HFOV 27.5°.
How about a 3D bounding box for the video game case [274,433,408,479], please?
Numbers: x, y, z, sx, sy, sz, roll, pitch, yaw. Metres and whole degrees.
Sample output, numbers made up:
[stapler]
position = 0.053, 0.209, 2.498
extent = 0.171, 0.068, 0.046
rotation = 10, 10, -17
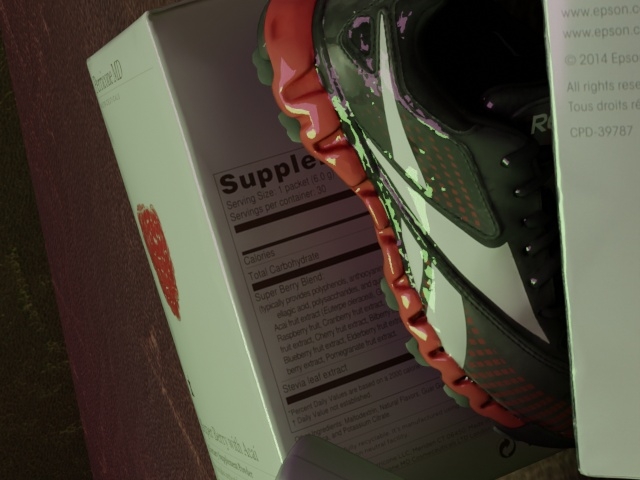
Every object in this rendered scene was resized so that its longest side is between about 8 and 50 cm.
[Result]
[video game case]
position = 0.105, 0.250, 0.656
extent = 0.300, 0.036, 0.329
rotation = 24, 144, 13

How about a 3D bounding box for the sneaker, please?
[sneaker]
position = 0.084, -0.019, 0.617
extent = 0.135, 0.097, 0.276
rotation = -19, 106, 46

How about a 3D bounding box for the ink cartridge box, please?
[ink cartridge box]
position = 0.108, -0.105, 0.408
extent = 0.165, 0.065, 0.333
rotation = -57, -36, -58

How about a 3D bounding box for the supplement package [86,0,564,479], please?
[supplement package]
position = 0.000, 0.000, 0.761
extent = 0.177, 0.175, 0.293
rotation = -2, 106, 70
